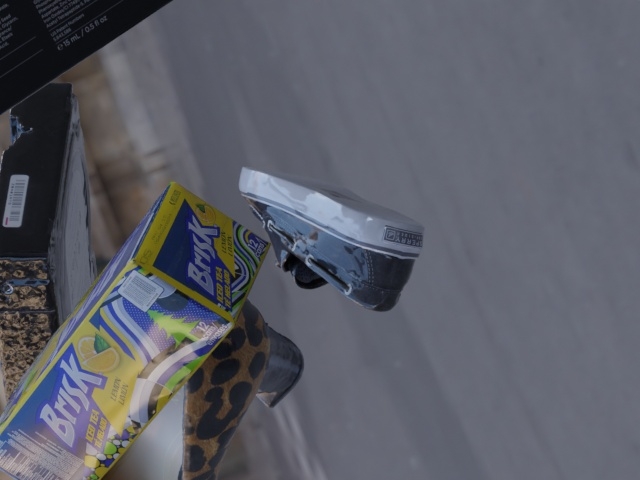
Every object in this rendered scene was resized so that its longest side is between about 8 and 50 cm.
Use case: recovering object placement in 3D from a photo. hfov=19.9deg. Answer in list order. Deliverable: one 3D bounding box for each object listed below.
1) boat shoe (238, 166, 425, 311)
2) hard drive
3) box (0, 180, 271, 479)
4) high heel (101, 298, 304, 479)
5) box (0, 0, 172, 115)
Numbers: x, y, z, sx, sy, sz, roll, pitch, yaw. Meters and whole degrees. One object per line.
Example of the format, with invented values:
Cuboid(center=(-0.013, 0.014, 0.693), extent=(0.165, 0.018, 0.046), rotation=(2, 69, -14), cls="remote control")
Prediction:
Cuboid(center=(0.000, 0.000, 1.310), extent=(0.228, 0.080, 0.076), rotation=(24, 102, 57), cls="boat shoe")
Cuboid(center=(-0.247, 0.057, 1.671), extent=(0.237, 0.064, 0.339), rotation=(-91, 2, -49), cls="hard drive")
Cuboid(center=(-0.091, 0.051, 0.829), extent=(0.169, 0.054, 0.059), rotation=(-48, 14, 41), cls="box")
Cuboid(center=(-0.109, 0.140, 0.951), extent=(0.093, 0.261, 0.186), rotation=(32, 177, 17), cls="high heel")
Cuboid(center=(-0.214, -0.177, 1.076), extent=(0.103, 0.261, 0.184), rotation=(12, 133, 52), cls="box")
